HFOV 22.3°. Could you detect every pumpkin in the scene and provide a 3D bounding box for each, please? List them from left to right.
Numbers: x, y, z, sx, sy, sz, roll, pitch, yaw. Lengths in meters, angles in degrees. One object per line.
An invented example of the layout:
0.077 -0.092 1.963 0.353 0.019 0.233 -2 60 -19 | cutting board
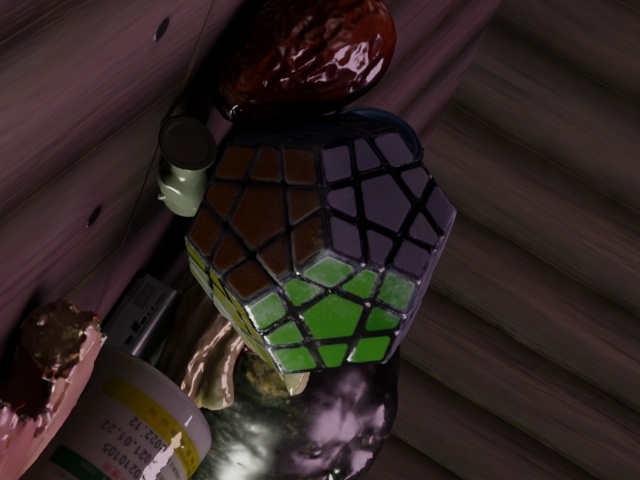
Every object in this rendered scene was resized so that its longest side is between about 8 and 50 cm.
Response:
-0.077 0.222 2.437 0.454 0.344 0.454 -57 -167 21 | pumpkin

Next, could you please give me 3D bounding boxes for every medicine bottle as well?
-0.300 0.309 1.910 0.340 0.208 0.208 -54 171 -28 | medicine bottle

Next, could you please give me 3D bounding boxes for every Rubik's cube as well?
-0.001 0.000 1.849 0.319 0.319 0.264 -39 127 -66 | Rubik's cube

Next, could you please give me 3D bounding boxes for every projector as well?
-0.232 0.112 2.106 0.115 0.061 0.147 -55 171 -13 | projector

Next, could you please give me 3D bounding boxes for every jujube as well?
-0.025 -0.212 1.864 0.236 0.168 0.168 -36 164 -21 | jujube

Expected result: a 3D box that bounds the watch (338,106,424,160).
0.075 -0.116 2.656 0.193 0.211 0.211 -32 159 -30 | watch

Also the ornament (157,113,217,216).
-0.154 -0.078 1.852 0.081 0.075 0.156 -38 167 -17 | ornament

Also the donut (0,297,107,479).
-0.323 0.172 1.702 0.233 0.085 0.199 -50 167 -48 | donut

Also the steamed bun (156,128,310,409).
-0.063 0.052 2.151 0.247 0.189 0.428 81 28 -78 | steamed bun
